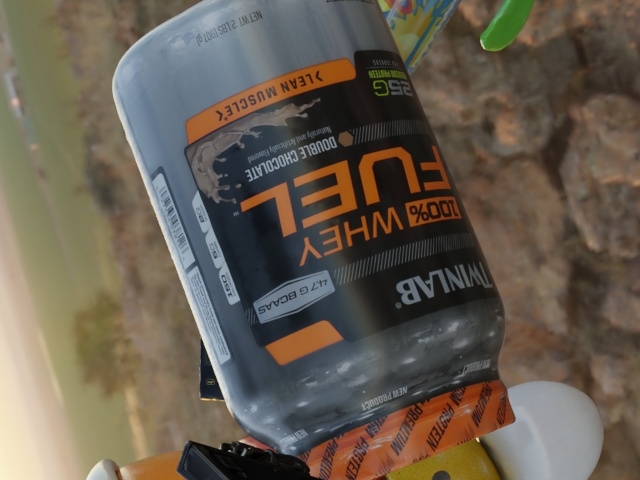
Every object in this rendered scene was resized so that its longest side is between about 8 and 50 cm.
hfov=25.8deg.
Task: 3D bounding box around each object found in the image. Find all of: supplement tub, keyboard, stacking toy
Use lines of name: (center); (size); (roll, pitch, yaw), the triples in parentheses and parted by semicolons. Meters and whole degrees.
supplement tub: (0.000, 0.000, 0.987); (0.207, 0.207, 0.338); (126, 123, -73)
keyboard: (-0.007, 0.145, 0.752); (0.108, 0.023, 0.180); (37, -175, 39)
stacking toy: (0.050, 0.261, 1.308); (0.350, 0.480, 0.350); (58, 171, 15)

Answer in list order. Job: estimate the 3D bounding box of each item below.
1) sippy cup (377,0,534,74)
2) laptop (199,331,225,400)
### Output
sippy cup: (0.060, -0.291, 1.401); (0.224, 0.240, 0.305); (-66, 25, 15)
laptop: (-0.053, 0.153, 1.866); (0.136, 0.234, 0.264); (-83, -3, -58)
